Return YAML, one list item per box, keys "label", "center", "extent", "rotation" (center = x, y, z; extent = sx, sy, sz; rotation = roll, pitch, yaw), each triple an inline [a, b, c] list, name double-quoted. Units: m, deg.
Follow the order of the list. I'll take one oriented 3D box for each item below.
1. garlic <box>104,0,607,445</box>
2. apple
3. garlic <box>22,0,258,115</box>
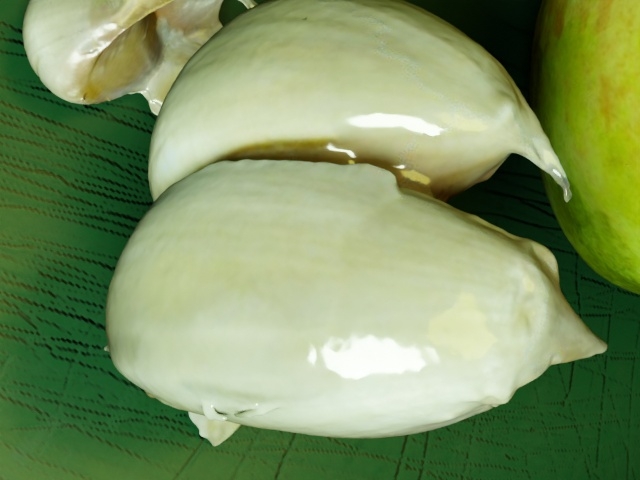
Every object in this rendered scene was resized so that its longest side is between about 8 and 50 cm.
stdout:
- label: "garlic"
  center: [0.000, 0.000, 0.887]
  extent: [0.249, 0.313, 0.286]
  rotation: [46, 63, -13]
- label: "apple"
  center: [0.307, -0.101, 1.032]
  extent: [0.339, 0.339, 0.340]
  rotation: [5, 79, -24]
- label: "garlic"
  center: [-0.114, -0.156, 0.986]
  extent: [0.124, 0.099, 0.174]
  rotation: [46, 65, 3]
